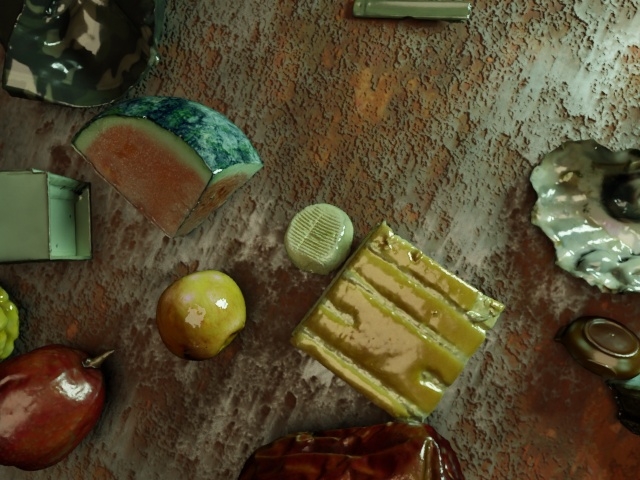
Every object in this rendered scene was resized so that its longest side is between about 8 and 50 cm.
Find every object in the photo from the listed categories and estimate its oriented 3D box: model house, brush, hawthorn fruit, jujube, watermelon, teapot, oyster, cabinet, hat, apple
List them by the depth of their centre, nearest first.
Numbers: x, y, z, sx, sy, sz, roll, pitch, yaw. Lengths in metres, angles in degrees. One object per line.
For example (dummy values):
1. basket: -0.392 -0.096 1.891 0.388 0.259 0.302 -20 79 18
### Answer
1. jujube: 0.034 0.362 0.933 0.342 0.216 0.216 -20 86 22
2. oyster: 0.491 -0.033 0.967 0.351 0.115 0.238 2 92 12
3. model house: 0.533 0.255 0.976 0.165 0.106 0.152 -13 100 41
4. teapot: 0.423 0.166 0.997 0.129 0.078 0.098 24 50 18
5. apple: -0.185 0.121 1.022 0.146 0.146 0.146 0 88 6
6. hawthorn fruit: -0.433 0.244 1.034 0.251 0.189 0.189 -41 84 -11
7. watermelon: -0.261 -0.120 1.046 0.318 0.148 0.226 7 96 8
8. cabinet: -0.499 -0.035 1.059 0.206 0.145 0.150 -3 88 6
9. brush: 0.147 -0.372 1.065 0.190 0.027 0.034 7 85 14
10. hat: -0.410 -0.439 1.082 0.366 0.257 0.382 -44 48 23

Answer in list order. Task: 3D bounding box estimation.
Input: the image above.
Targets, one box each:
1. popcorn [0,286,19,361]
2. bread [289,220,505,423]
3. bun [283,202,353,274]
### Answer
1. popcorn: -0.610 0.137 1.040 0.226 0.200 0.203 -28 86 -3
2. bread: 0.119 0.128 1.006 0.246 0.111 0.239 37 94 5
3. bun: 0.000 0.000 1.045 0.115 0.069 0.115 -5 67 11
